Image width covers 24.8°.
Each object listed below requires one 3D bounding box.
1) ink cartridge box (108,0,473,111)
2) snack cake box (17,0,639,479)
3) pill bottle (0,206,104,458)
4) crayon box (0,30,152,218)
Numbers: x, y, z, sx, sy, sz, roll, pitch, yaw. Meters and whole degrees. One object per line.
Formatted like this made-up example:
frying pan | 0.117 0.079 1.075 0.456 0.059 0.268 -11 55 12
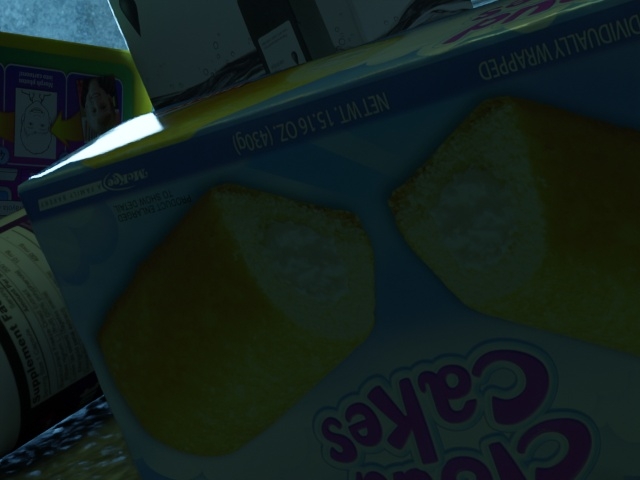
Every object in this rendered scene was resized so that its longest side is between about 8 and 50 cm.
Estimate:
ink cartridge box | -0.015 -0.135 0.920 0.198 0.273 0.114 -9 19 44
snack cake box | 0.056 0.006 0.465 0.264 0.152 0.089 -16 13 24
pill bottle | -0.163 0.049 0.739 0.108 0.108 0.193 -8 17 46
crayon box | -0.225 -0.045 0.885 0.081 0.165 0.278 2 1 38
